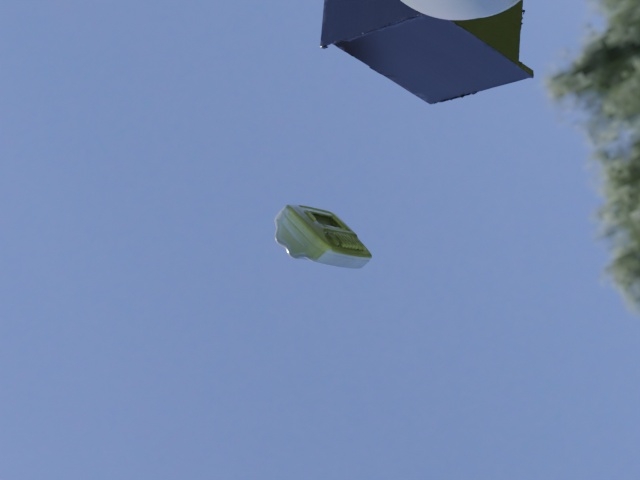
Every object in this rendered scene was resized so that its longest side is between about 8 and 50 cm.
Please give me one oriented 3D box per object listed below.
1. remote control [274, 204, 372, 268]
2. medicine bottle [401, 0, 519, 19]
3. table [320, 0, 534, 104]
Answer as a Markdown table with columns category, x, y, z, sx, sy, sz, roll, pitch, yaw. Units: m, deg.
| category | x | y | z | sx | sy | sz | roll | pitch | yaw |
| --- | --- | --- | --- | --- | --- | --- | --- | --- | --- |
| remote control | 0.001 | -0.001 | 2.059 | 0.090 | 0.049 | 0.230 | 45 | -170 | 14 |
| medicine bottle | 0.112 | -0.272 | 1.321 | 0.293 | 0.170 | 0.170 | 8 | -119 | -77 |
| table | 0.127 | -0.279 | 1.836 | 0.193 | 0.172 | 0.169 | 24 | -116 | -43 |
